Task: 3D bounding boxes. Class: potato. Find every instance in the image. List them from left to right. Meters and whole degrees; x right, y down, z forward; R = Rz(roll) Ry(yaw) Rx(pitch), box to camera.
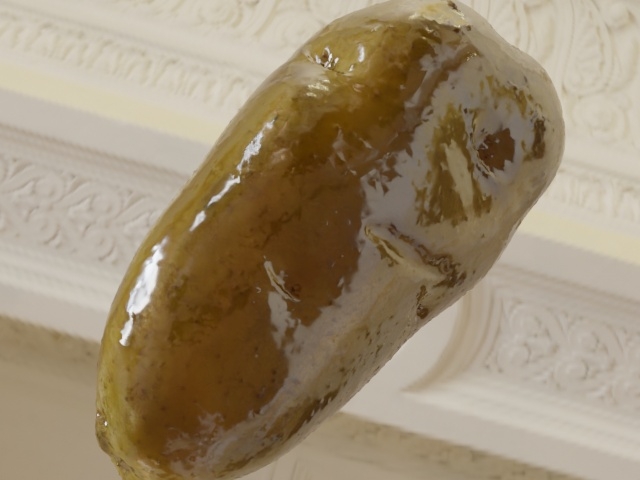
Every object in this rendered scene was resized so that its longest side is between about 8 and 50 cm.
[{"bbox_3d":[0.000,0.000,0.831,0.176,0.195,0.369,40,-112,9],"label":"potato"}]
